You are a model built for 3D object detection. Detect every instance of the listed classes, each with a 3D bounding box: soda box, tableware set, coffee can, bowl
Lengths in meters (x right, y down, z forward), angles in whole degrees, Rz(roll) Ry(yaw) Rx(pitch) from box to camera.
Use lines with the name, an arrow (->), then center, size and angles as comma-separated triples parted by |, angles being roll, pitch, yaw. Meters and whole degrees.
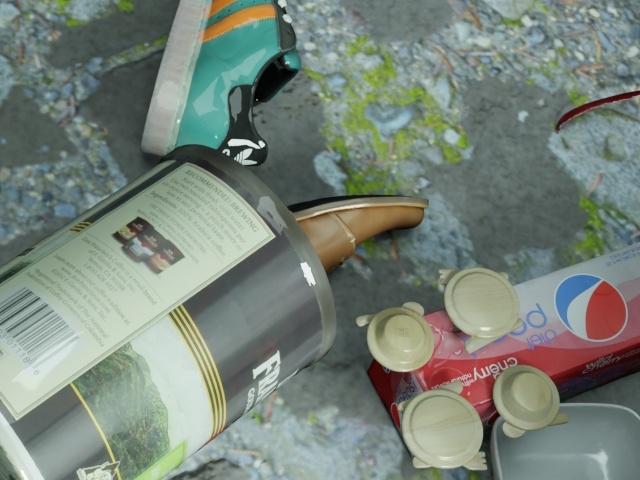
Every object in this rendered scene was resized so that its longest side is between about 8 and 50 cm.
soda box -> 0.178, 0.089, 1.262 | 0.263, 0.083, 0.092 | -17, 65, -23
tableware set -> 0.111, 0.099, 1.178 | 0.141, 0.020, 0.169 | -14, 65, -19
coffee can -> -0.154, 0.081, 1.114 | 0.275, 0.201, 0.201 | -36, 73, -29
bowl -> 0.206, 0.206, 1.215 | 0.142, 0.053, 0.142 | -1, 59, -14

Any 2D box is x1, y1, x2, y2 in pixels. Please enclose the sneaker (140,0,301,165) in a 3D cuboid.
sneaker -> -0.071, -0.194, 1.369 | 0.121, 0.108, 0.302 | 16, 64, -5

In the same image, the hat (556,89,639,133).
hat -> 0.351, -0.182, 1.510 | 0.208, 0.183, 0.173 | 25, 51, -50

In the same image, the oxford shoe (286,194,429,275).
oxford shoe -> 0.000, 0.000, 1.295 | 0.212, 0.076, 0.076 | -11, 92, -23
